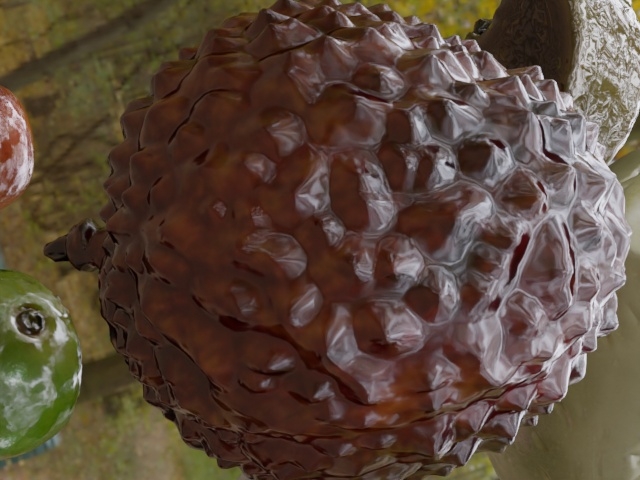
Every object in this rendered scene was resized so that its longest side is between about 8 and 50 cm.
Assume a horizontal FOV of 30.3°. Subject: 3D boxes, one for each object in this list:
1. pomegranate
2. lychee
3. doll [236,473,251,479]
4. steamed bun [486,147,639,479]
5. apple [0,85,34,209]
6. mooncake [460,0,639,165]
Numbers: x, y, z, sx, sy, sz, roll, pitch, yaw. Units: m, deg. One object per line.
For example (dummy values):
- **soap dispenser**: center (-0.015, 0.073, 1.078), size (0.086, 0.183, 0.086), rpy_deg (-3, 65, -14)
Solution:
- **pomegranate**: center (-0.369, 0.124, 1.194), size (0.241, 0.159, 0.189), rpy_deg (18, -71, 38)
- **lychee**: center (0.000, 0.000, 0.983), size (0.424, 0.500, 0.424), rpy_deg (-1, 90, -83)
- **doll**: center (-0.045, 0.416, 1.349), size (0.240, 0.284, 0.310), rpy_deg (59, 41, -16)
- **steamed bun**: center (0.355, 0.125, 1.443), size (0.290, 0.371, 0.455), rpy_deg (21, -53, 31)
- **apple**: center (-0.476, -0.125, 1.616), size (0.181, 0.181, 0.168), rpy_deg (-117, -175, -56)
- **mooncake**: center (0.249, -0.226, 1.670), size (0.394, 0.246, 0.393), rpy_deg (20, -82, 46)
